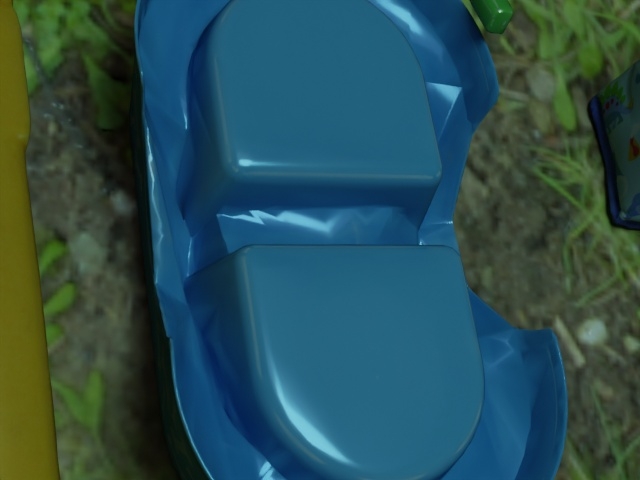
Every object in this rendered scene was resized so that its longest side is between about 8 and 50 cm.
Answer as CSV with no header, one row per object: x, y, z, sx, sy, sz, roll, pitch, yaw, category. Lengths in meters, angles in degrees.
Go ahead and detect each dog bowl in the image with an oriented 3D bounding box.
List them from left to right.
0.000,0.000,0.563,0.165,0.074,0.297,0,67,-23,dog bowl

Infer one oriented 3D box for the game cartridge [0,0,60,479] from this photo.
-0.232,-0.019,0.447,0.285,0.052,0.324,5,66,-37,game cartridge

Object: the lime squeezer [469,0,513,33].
0.078,-0.209,0.696,0.110,0.059,0.310,39,41,-12,lime squeezer

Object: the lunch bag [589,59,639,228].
0.234,-0.065,0.659,0.151,0.129,0.096,6,65,-20,lunch bag
